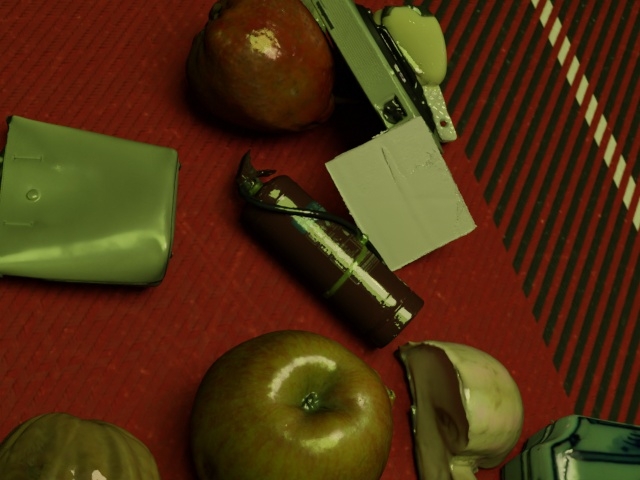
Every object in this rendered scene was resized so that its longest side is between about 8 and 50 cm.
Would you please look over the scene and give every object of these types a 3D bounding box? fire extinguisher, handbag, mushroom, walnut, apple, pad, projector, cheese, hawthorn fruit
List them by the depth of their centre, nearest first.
[{"bbox_3d":[-0.284,0.325,1.265,0.225,0.225,0.260,6,69,-22],"label":"walnut"},{"bbox_3d":[-0.031,0.235,1.406,0.264,0.264,0.264,10,62,-20],"label":"apple"},{"bbox_3d":[-0.347,-0.053,1.489,0.316,0.109,0.241,10,61,-16],"label":"handbag"},{"bbox_3d":[0.230,0.239,1.572,0.173,0.162,0.236,1,67,-23],"label":"mushroom"},{"bbox_3d":[0.000,0.000,1.627,0.341,0.105,0.141,44,24,1],"label":"fire extinguisher"},{"bbox_3d":[0.118,-0.063,1.631,0.232,0.157,0.004,58,8,-36],"label":"pad"},{"bbox_3d":[-0.061,-0.247,1.656,0.262,0.210,0.210,31,56,-16],"label":"hawthorn fruit"},{"bbox_3d":[0.097,-0.251,1.713,0.079,0.259,0.257,-31,79,9],"label":"projector"},{"bbox_3d":[0.170,-0.274,1.865,0.127,0.054,0.251,-8,70,-28],"label":"cheese"}]

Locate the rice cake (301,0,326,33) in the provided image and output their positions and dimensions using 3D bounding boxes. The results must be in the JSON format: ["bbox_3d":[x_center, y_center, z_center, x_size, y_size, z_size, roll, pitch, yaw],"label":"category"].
[{"bbox_3d":[-0.015,-0.364,1.827,0.057,0.052,0.256,1,62,8],"label":"rice cake"}]

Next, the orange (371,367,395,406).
[{"bbox_3d":[0.062,0.215,1.567,0.086,0.062,0.086,9,64,-18],"label":"orange"}]

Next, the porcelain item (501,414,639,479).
[{"bbox_3d":[0.408,0.398,1.581,0.282,0.157,0.285,12,61,-18],"label":"porcelain item"}]
